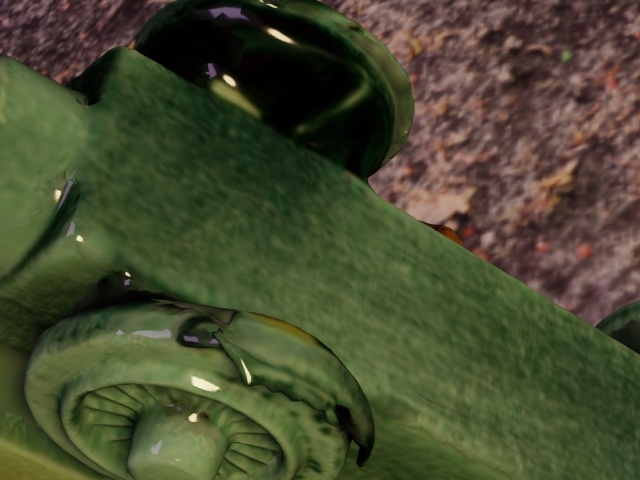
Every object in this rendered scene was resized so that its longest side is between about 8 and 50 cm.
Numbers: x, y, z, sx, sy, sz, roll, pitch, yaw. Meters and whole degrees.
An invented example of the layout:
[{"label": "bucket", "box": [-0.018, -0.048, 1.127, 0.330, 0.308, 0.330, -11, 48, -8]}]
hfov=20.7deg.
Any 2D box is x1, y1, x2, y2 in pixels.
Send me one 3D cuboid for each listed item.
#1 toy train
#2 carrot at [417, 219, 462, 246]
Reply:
[{"label": "toy train", "box": [0.008, 0.076, 0.600, 0.253, 0.397, 0.160, -32, 39, 42]}, {"label": "carrot", "box": [0.000, 0.000, 0.902, 0.161, 0.055, 0.055, 13, 64, 36]}]
